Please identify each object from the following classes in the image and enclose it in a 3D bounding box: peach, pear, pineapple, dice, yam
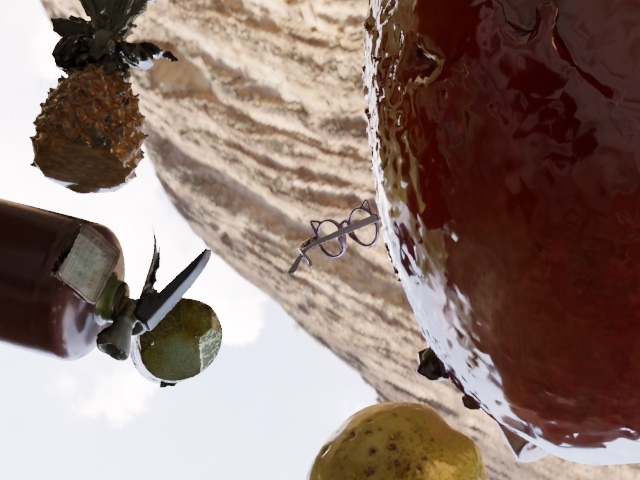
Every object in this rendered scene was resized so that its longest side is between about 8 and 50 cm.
[{"bbox_3d":[0.180,-0.083,0.572,0.339,0.353,0.417,3,-83,31],"label":"peach"},{"bbox_3d":[0.078,0.240,0.959,0.178,0.178,0.178,-8,-125,11],"label":"pear"},{"bbox_3d":[-0.227,-0.184,1.004,0.130,0.119,0.277,-17,-125,35],"label":"pineapple"},{"bbox_3d":[0.294,0.249,1.376,0.091,0.093,0.094,-28,-127,4],"label":"dice"},{"bbox_3d":[-0.122,0.087,0.810,0.069,0.146,0.070,3,-100,-15],"label":"yam"}]

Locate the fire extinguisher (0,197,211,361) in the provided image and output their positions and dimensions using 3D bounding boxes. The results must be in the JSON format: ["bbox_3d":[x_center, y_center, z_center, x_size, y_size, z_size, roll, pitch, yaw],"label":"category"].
[{"bbox_3d":[-0.214,0.013,0.643,0.268,0.105,0.105,13,-119,12],"label":"fire extinguisher"}]

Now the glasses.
[{"bbox_3d":[0.000,0.000,1.267,0.103,0.063,0.140,-20,-179,-39],"label":"glasses"}]
